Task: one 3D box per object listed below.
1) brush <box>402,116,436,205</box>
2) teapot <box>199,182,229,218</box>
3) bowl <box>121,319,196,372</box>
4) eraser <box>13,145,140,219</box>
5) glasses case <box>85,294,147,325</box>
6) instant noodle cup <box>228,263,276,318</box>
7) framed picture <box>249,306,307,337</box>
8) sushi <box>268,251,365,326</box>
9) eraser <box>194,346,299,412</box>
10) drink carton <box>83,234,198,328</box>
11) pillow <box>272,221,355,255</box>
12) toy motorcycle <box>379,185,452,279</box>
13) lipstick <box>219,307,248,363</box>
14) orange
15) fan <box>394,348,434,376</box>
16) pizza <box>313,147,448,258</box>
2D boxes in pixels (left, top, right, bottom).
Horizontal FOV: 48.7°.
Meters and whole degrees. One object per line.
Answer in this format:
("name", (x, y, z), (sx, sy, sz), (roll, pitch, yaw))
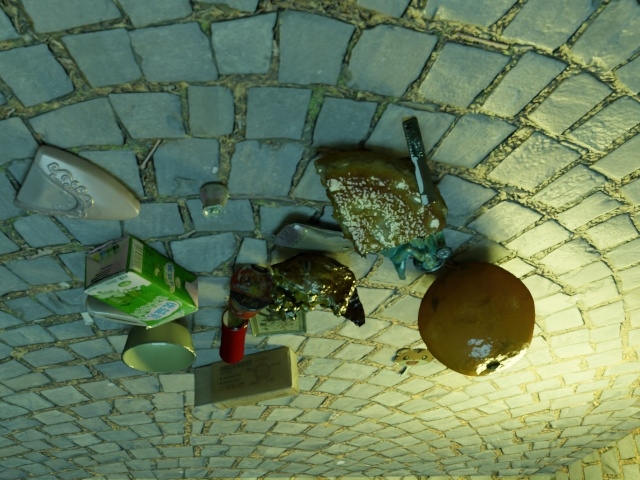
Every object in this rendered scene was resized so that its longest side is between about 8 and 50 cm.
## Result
("brush", (0.205, -0.156, 1.439), (0.034, 0.027, 0.190), (-20, 116, -6))
("teapot", (-0.235, -0.079, 1.541), (0.064, 0.064, 0.083), (15, 141, -28))
("bowl", (-0.461, 0.290, 2.025), (0.211, 0.112, 0.211), (-5, 147, -3))
("eraser", (-0.498, -0.090, 1.485), (0.243, 0.059, 0.204), (19, 140, -26))
("glasses case", (-0.526, 0.180, 1.881), (0.193, 0.074, 0.049), (14, 139, -29))
("instant noodle cup", (-0.188, 0.144, 1.850), (0.127, 0.127, 0.136), (5, 155, -16))
("framed picture", (-0.125, 0.226, 2.070), (0.173, 0.010, 0.231), (-5, 147, -1))
("sushi", (-0.009, 0.129, 1.793), (0.166, 0.179, 0.296), (13, 168, 34))
("eraser", (-0.241, 0.452, 2.279), (0.343, 0.144, 0.078), (-14, 148, 14))
("drink carton", (-0.447, 0.110, 1.756), (0.161, 0.108, 0.271), (-21, 143, 22))
("pillow", (0.000, 0.000, 1.721), (0.232, 0.038, 0.130), (12, 148, -28))
("toy motorcycle", (0.206, -0.008, 1.672), (0.198, 0.109, 0.296), (-16, 136, 8))
("lipstick", (-0.255, 0.280, 2.073), (0.080, 0.080, 0.241), (0, 147, -9))
("orange", (0.412, 0.208, 1.872), (0.312, 0.312, 0.312), (-4, 147, -3))
("fan", (0.316, 0.421, 2.437), (0.152, 0.008, 0.227), (1, 146, -12))
("pizza", (0.117, -0.073, 1.512), (0.335, 0.086, 0.226), (20, 109, -21))
